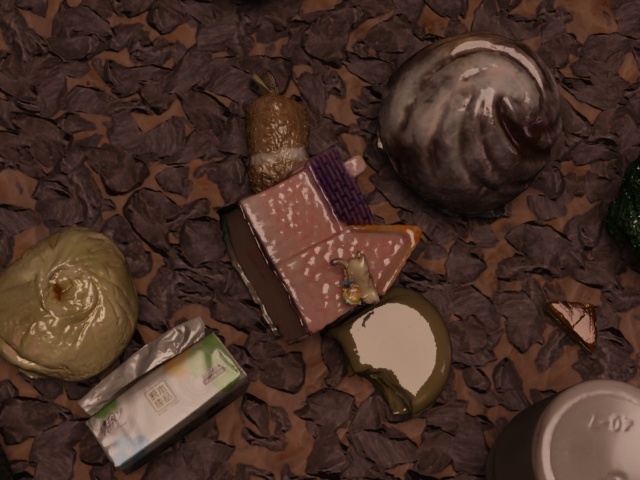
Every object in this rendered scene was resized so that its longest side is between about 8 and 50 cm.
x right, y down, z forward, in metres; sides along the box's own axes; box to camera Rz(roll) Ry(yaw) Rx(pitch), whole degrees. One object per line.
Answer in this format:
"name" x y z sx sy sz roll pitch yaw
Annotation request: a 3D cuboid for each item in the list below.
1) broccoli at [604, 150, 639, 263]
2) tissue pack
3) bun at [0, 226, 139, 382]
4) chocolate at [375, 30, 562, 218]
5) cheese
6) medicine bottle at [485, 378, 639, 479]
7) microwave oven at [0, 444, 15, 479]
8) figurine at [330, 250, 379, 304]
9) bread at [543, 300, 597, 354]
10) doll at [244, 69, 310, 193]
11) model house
"broccoli" 0.611 -0.048 1.857 0.308 0.308 0.275 -33 106 -11
"tissue pack" -0.238 0.225 1.764 0.229 0.159 0.145 -36 81 -11
"bun" -0.398 0.096 1.790 0.244 0.153 0.243 0 74 0
"chocolate" 0.260 -0.200 1.842 0.303 0.213 0.303 3 78 -16
"cheese" 0.120 0.173 1.838 0.175 0.091 0.202 -27 80 -8
"medicine bottle" 0.360 0.323 1.689 0.208 0.339 0.208 1 75 -5
"microwave oven" -0.537 0.437 1.589 0.236 0.374 0.431 -24 84 1
"figurine" 0.049 0.058 1.690 0.051 0.047 0.083 -19 96 -2
"bread" 0.414 0.126 1.894 0.062 0.043 0.109 -40 82 -10
"doll" -0.068 -0.173 1.902 0.105 0.115 0.221 -3 70 5
"model house" 0.000 0.000 1.810 0.237 0.202 0.236 -29 88 -16
